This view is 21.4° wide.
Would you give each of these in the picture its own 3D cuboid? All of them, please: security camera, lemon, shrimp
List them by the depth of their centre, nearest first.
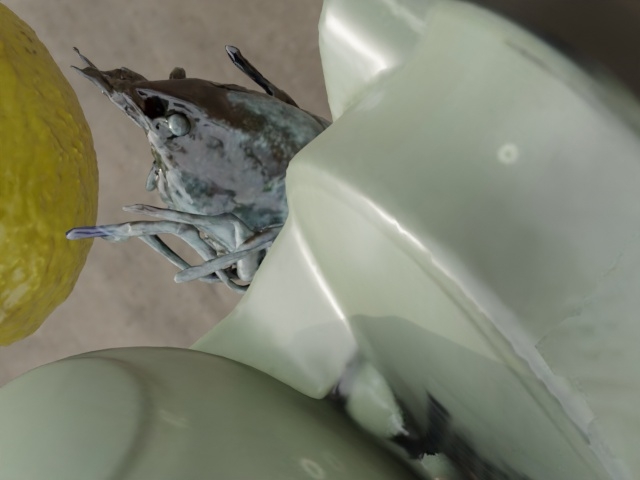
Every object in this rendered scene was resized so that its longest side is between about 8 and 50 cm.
[{"bbox_3d":[0.010,0.073,0.454,0.191,0.277,0.197,46,168,32],"label":"security camera"},{"bbox_3d":[0.000,-0.004,1.127,0.410,0.221,0.166,19,122,-21],"label":"shrimp"},{"bbox_3d":[-0.296,-0.057,1.242,0.268,0.268,0.322,-45,61,52],"label":"lemon"}]
